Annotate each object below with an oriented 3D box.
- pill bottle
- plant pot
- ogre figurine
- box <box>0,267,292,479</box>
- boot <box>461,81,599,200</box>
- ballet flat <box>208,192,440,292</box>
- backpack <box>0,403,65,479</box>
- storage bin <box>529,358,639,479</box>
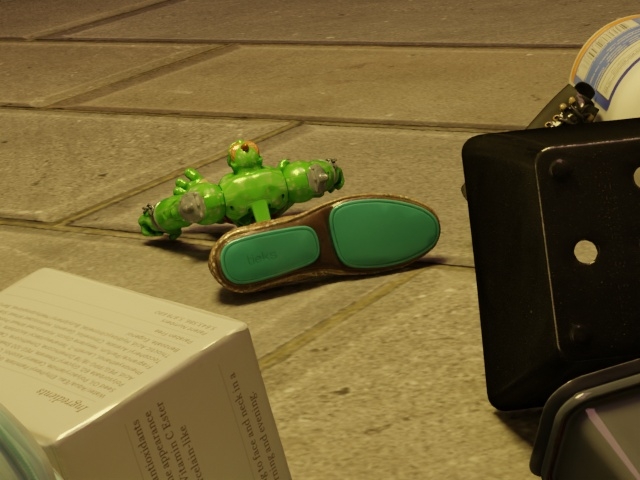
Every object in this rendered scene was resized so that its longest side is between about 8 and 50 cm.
[{"bbox_3d":[0.331,-0.118,1.531,0.152,0.152,0.272,-7,17,-3],"label":"pill bottle"},{"bbox_3d":[0.195,0.006,1.026,0.187,0.188,0.167,-6,-5,1],"label":"plant pot"},{"bbox_3d":[-0.066,-0.042,1.544,0.197,0.097,0.118,6,-4,-12],"label":"ogre figurine"},{"bbox_3d":[-0.110,0.128,0.810,0.119,0.181,0.182,-31,27,-34],"label":"box"},{"bbox_3d":[0.196,-0.076,1.455,0.137,0.077,0.198,-47,12,14],"label":"boot"},{"bbox_3d":[0.000,0.000,1.418,0.206,0.073,0.067,-7,2,-15],"label":"ballet flat"},{"bbox_3d":[-0.192,0.162,0.627,0.225,0.254,0.191,1,18,26],"label":"backpack"},{"bbox_3d":[0.197,0.126,0.907,0.135,0.098,0.091,-12,45,-21],"label":"storage bin"}]
